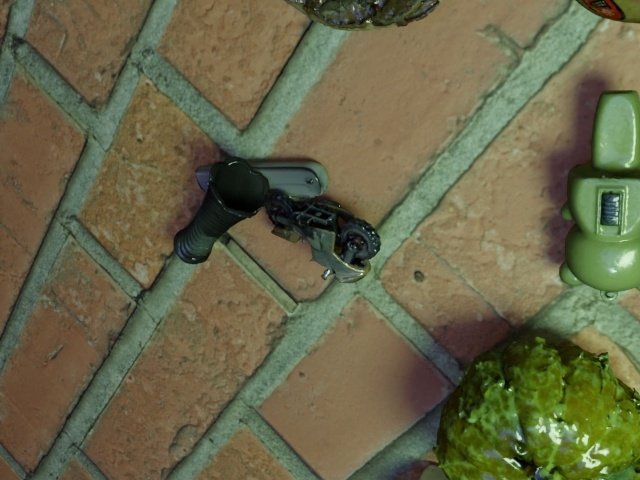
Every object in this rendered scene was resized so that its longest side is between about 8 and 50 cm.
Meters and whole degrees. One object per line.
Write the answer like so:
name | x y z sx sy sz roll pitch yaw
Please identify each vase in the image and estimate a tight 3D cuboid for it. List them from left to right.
vase | -0.189 -0.040 1.109 0.115 0.115 0.237 53 139 2

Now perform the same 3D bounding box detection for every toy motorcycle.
toy motorcycle | 0.000 0.000 1.039 0.229 0.094 0.130 20 138 32

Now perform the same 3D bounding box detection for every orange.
orange | 0.313 0.281 0.904 0.300 0.223 0.301 -5 106 14

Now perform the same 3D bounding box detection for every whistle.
whistle | 0.382 -0.049 0.812 0.131 0.106 0.289 5 111 30

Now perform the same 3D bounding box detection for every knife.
knife | -0.107 -0.103 1.099 0.265 0.040 0.073 4 123 27

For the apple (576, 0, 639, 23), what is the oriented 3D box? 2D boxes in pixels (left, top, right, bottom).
apple | 0.362 -0.355 0.660 0.260 0.194 0.261 9 110 27

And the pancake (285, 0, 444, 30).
pancake | 0.062 -0.474 0.852 0.382 0.071 0.382 9 111 25

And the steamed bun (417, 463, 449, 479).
steamed bun | 0.260 0.507 1.057 0.241 0.146 0.164 10 108 26
